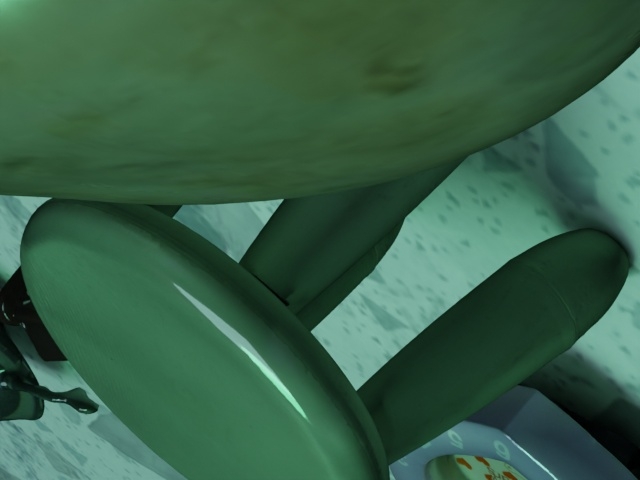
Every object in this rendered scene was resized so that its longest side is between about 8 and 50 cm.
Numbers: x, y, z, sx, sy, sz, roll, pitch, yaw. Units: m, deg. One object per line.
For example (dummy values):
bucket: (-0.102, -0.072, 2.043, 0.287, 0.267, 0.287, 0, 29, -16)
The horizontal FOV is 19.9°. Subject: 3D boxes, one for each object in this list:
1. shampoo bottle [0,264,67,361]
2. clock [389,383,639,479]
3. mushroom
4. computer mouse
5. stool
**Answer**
shampoo bottle: (-0.165, 0.045, 1.278, 0.236, 0.068, 0.067, -2, 129, 55)
clock: (0.124, 0.130, 0.978, 0.198, 0.064, 0.172, 26, 150, 32)
mushroom: (-0.051, -0.162, 0.535, 0.362, 0.362, 0.294, -18, 73, 62)
computer mouse: (-0.311, 0.076, 1.522, 0.379, 0.090, 0.167, 16, 149, 35)
stool: (0.000, 0.000, 0.805, 0.195, 0.198, 0.195, 19, 148, 43)
